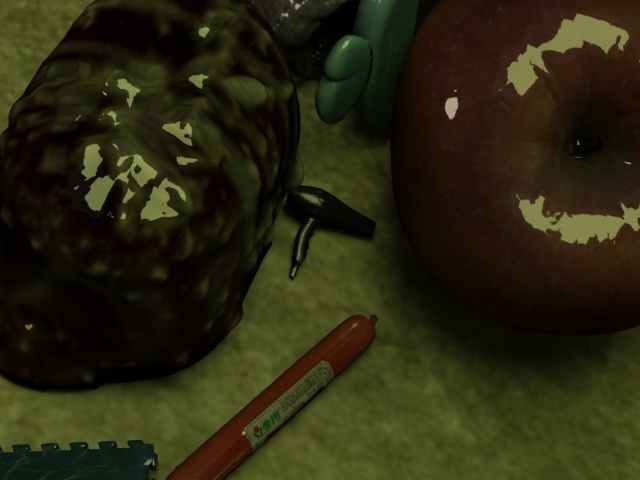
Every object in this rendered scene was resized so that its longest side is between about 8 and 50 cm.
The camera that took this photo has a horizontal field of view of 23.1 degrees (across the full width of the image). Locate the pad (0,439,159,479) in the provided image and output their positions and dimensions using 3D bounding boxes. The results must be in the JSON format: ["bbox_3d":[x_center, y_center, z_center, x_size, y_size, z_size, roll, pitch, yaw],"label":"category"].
[{"bbox_3d":[-0.242,0.256,1.025,0.269,0.012,0.269,-3,58,0],"label":"pad"}]

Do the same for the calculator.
[{"bbox_3d":[0.105,-0.194,1.354,0.302,0.188,0.042,-31,57,-31],"label":"calculator"}]

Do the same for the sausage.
[{"bbox_3d":[-0.037,0.129,1.198,0.034,0.034,0.253,42,57,12],"label":"sausage"}]

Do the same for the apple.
[{"bbox_3d":[0.189,-0.072,1.259,0.305,0.235,0.306,0,90,-5],"label":"apple"}]

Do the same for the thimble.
[{"bbox_3d":[0.006,-0.219,1.366,0.150,0.150,0.098,-24,70,-28],"label":"thimble"}]

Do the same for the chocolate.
[{"bbox_3d":[-0.129,-0.064,1.187,0.225,0.210,0.340,24,55,2],"label":"chocolate"}]

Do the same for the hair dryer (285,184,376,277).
[{"bbox_3d":[0.000,0.000,1.302,0.079,0.031,0.083,25,68,-11],"label":"hair dryer"}]
